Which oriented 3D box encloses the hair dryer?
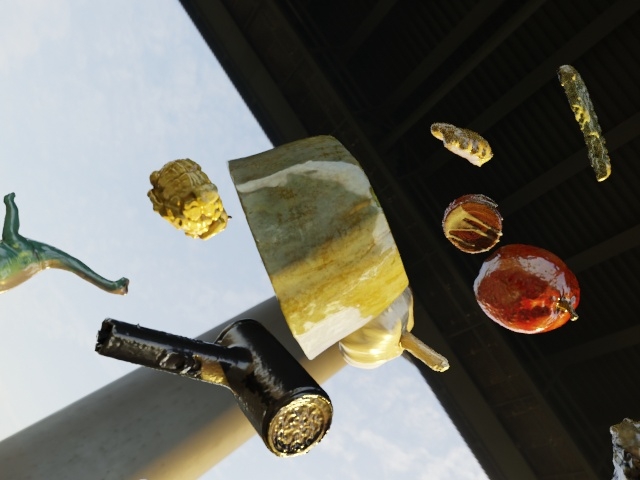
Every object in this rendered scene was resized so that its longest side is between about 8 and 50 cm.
[{"bbox_3d":[-0.127,0.142,0.575,0.197,0.251,0.089,30,-86,57],"label":"hair dryer"}]

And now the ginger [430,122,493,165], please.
[{"bbox_3d":[0.412,-0.273,1.457,0.081,0.206,0.115,-69,-165,-3],"label":"ginger"}]

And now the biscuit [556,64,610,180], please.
[{"bbox_3d":[0.615,-0.283,1.192,0.036,0.187,0.273,-19,-76,34],"label":"biscuit"}]

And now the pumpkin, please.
[{"bbox_3d":[0.000,0.000,0.810,0.332,0.199,0.332,159,-90,-82],"label":"pumpkin"}]

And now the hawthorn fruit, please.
[{"bbox_3d":[0.469,0.116,1.141,0.253,0.205,0.205,31,-50,56],"label":"hawthorn fruit"}]

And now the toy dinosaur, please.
[{"bbox_3d":[-0.645,0.093,1.071,0.331,0.383,0.129,46,-40,-2],"label":"toy dinosaur"}]

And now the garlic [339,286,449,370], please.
[{"bbox_3d":[0.149,0.171,0.984,0.226,0.199,0.199,25,-56,31],"label":"garlic"}]

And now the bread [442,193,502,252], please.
[{"bbox_3d":[0.412,-0.049,1.399,0.161,0.073,0.160,9,-60,16],"label":"bread"}]

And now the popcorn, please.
[{"bbox_3d":[-0.289,-0.088,1.121,0.194,0.140,0.163,56,-5,0],"label":"popcorn"}]

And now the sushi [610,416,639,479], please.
[{"bbox_3d":[0.469,0.247,0.503,0.351,0.211,0.170,-6,-108,6],"label":"sushi"}]

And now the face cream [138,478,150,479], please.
[{"bbox_3d":[-0.310,0.579,0.958,0.187,0.201,0.201,24,-54,9],"label":"face cream"}]
